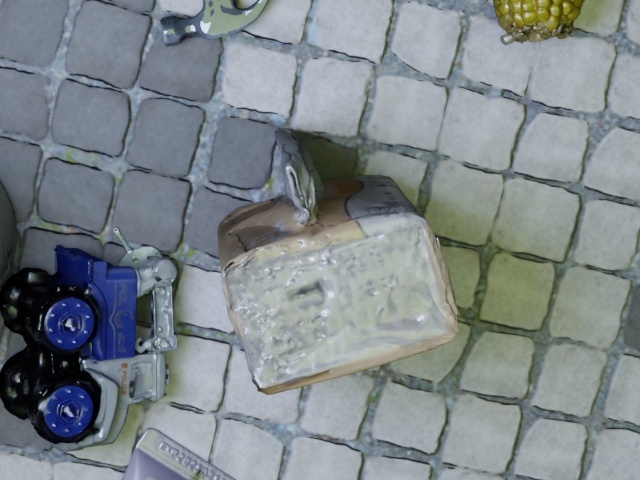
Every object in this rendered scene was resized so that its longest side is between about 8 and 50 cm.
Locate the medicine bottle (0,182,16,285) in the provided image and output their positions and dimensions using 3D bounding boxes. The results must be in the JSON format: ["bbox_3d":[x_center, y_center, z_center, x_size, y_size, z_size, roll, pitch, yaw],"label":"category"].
[{"bbox_3d":[-0.420,0.018,1.789,0.211,0.371,0.211,0,99,-3],"label":"medicine bottle"}]

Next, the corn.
[{"bbox_3d":[0.223,-0.361,1.909,0.106,0.106,0.305,-5,96,-3],"label":"corn"}]

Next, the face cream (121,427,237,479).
[{"bbox_3d":[-0.200,0.359,2.007,0.154,0.096,0.274,34,82,-5],"label":"face cream"}]

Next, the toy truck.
[{"bbox_3d":[-0.244,0.115,1.942,0.177,0.161,0.213,-3,100,-27],"label":"toy truck"}]

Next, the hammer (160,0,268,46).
[{"bbox_3d":[-0.123,-0.359,1.919,0.137,0.037,0.289,-10,99,-2],"label":"hammer"}]

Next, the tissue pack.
[{"bbox_3d":[0.000,0.000,1.846,0.239,0.305,0.238,-1,99,-3],"label":"tissue pack"}]

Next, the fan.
[{"bbox_3d":[-0.202,0.020,1.988,0.056,0.004,0.083,-31,99,1],"label":"fan"}]
